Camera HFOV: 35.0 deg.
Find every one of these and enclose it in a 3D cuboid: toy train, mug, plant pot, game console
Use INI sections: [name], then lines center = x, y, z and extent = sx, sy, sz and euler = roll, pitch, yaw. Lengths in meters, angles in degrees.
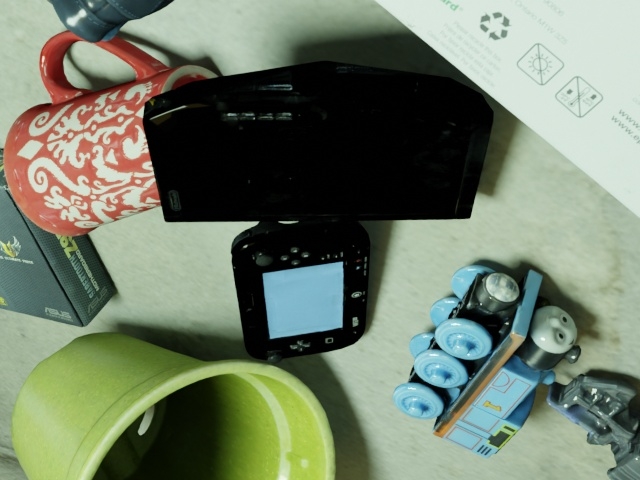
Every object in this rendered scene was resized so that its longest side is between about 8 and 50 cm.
[toy train]
center = 0.127, 0.092, 0.784
extent = 0.105, 0.080, 0.184
euler = 24, 140, -1
[mug]
center = -0.158, -0.083, 0.778
extent = 0.169, 0.113, 0.150
euler = -10, 126, 39
[plant pot]
center = -0.169, 0.209, 0.985
extent = 0.254, 0.276, 0.276
euler = 21, 145, 51
[game console]
center = 0.000, 0.000, 0.745
extent = 0.213, 0.044, 0.361
euler = -1, 148, 0

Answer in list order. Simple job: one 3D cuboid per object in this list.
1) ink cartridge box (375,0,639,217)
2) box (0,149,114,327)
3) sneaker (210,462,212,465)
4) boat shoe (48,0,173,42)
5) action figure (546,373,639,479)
[ink cartridge box]
center = 0.220, -0.140, 0.469
extent = 0.324, 0.071, 0.330
euler = 39, 139, -6
[box]
center = -0.342, -0.010, 1.031
extent = 0.233, 0.059, 0.183
euler = 8, 134, 30
[sneaker]
center = -0.084, 0.276, 1.135
extent = 0.063, 0.075, 0.170
euler = 6, 135, 32
[boat shoe]
center = -0.135, -0.174, 0.572
extent = 0.109, 0.089, 0.258
euler = 44, -176, -21
[action figure]
center = 0.309, 0.215, 0.701
extent = 0.341, 0.178, 0.330
euler = 32, 136, 4
